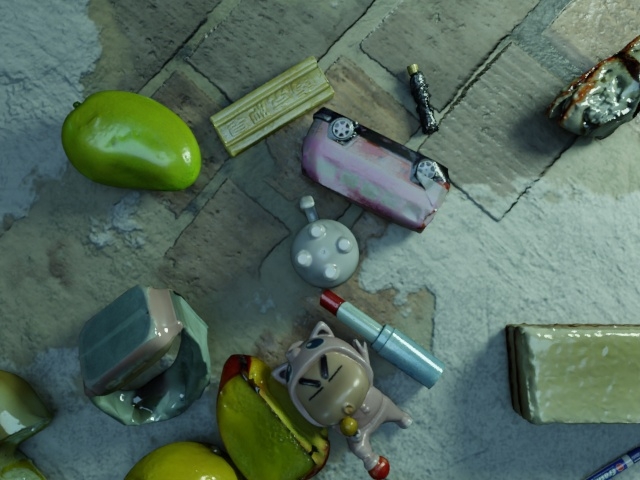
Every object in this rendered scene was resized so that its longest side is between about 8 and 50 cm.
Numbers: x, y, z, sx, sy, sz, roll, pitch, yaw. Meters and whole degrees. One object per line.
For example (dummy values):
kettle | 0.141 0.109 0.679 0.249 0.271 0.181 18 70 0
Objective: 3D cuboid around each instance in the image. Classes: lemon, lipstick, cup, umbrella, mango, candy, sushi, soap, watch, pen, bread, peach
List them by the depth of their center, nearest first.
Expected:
lemon | -0.246 0.475 1.167 0.240 0.240 0.219 24 72 4
watch | -0.308 0.231 1.181 0.253 0.241 0.162 -36 43 9
candy | 0.516 0.245 1.196 0.320 0.135 0.180 0 87 3
peach | -0.106 0.345 1.203 0.267 0.159 0.154 44 98 18
bread | -0.647 0.409 1.222 0.332 0.160 0.333 0 84 3
cup | 0.011 0.005 1.230 0.134 0.142 0.174 11 86 4
pen | 0.561 0.442 1.233 0.204 0.025 0.025 -32 85 0
sushi | 0.595 -0.297 1.235 0.332 0.124 0.130 -34 75 1
lipstick | 0.114 0.185 1.248 0.274 0.068 0.061 35 78 4
mango | -0.366 -0.195 1.259 0.272 0.149 0.186 7 79 -3
umbrella | 0.206 -0.286 1.293 0.040 0.037 0.144 -16 88 7
soap | -0.099 -0.270 1.307 0.252 0.037 0.092 -31 84 0

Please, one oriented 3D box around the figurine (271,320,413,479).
figurine | 0.058 0.288 1.173 0.176 0.186 0.287 -40 101 -7

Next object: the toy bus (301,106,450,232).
toy bus | 0.102 -0.134 1.242 0.302 0.127 0.147 26 91 4

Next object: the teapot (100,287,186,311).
teapot | -0.352 0.140 1.272 0.177 0.087 0.096 -14 60 1
